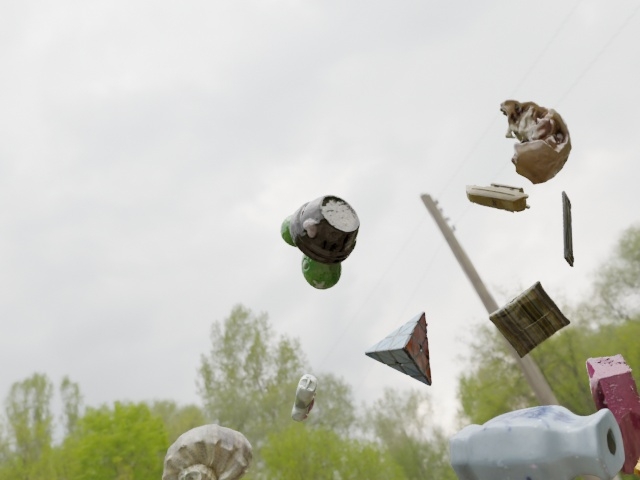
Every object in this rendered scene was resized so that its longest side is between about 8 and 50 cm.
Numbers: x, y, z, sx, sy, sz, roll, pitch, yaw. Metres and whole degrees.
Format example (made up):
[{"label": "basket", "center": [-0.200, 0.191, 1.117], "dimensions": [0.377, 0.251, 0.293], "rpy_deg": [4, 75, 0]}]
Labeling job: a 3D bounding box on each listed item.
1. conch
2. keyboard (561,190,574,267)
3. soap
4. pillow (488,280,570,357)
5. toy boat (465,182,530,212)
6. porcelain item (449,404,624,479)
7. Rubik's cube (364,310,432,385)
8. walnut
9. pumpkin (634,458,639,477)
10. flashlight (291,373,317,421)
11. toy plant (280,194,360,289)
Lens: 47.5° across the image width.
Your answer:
[{"label": "conch", "center": [-0.303, 0.554, 1.882], "dimensions": [0.210, 0.291, 0.159], "rpy_deg": [-27, -65, 12]}, {"label": "keyboard", "center": [0.654, -0.032, 1.926], "dimensions": [0.013, 0.204, 0.061], "rpy_deg": [-12, -33, 32]}, {"label": "soap", "center": [0.881, 0.513, 2.122], "dimensions": [0.127, 0.325, 0.220], "rpy_deg": [-19, 12, 16]}, {"label": "pillow", "center": [0.708, 0.269, 2.460], "dimensions": [0.212, 0.052, 0.208], "rpy_deg": [-39, -73, 10]}, {"label": "toy boat", "center": [0.576, -0.147, 2.368], "dimensions": [0.088, 0.226, 0.068], "rpy_deg": [-48, -44, -31]}, {"label": "porcelain item", "center": [0.547, 0.533, 1.871], "dimensions": [0.405, 0.178, 0.242], "rpy_deg": [-16, -3, 36]}, {"label": "Rubik's cube", "center": [0.213, 0.336, 2.045], "dimensions": [0.178, 0.190, 0.211], "rpy_deg": [-13, 12, 30]}, {"label": "walnut", "center": [0.533, -0.241, 1.757], "dimensions": [0.141, 0.238, 0.204], "rpy_deg": [-24, -41, 26]}, {"label": "pumpkin", "center": [0.884, 0.598, 1.930], "dimensions": [0.083, 0.074, 0.054], "rpy_deg": [-50, -57, -29]}, {"label": "flashlight", "center": [-0.034, 0.370, 1.727], "dimensions": [0.047, 0.093, 0.200], "rpy_deg": [20, -28, 4]}, {"label": "toy plant", "center": [0.000, 0.000, 1.866], "dimensions": [0.175, 0.218, 0.235], "rpy_deg": [-28, -14, -41]}]
